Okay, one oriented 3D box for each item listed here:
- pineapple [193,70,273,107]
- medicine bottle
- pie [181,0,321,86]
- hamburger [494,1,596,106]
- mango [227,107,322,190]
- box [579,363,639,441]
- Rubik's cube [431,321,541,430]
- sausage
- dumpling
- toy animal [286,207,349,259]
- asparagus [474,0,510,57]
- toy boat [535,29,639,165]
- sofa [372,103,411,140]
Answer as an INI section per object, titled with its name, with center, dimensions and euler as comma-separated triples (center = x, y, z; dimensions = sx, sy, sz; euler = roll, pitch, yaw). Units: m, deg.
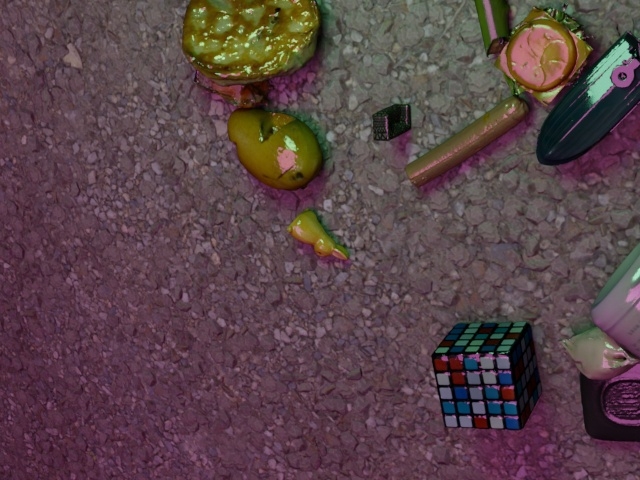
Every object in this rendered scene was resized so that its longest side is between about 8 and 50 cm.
[pineapple]
center = -0.213, -0.408, 1.974
dimensions = 0.186, 0.114, 0.236
euler = -28, 84, 34
[medicine bottle]
center = 0.697, 0.144, 1.591
dimensions = 0.302, 0.241, 0.241
euler = 38, 122, 11
[pie]
center = -0.156, -0.472, 1.848
dimensions = 0.315, 0.092, 0.315
euler = -2, 76, 7
[hamburger]
center = 0.434, -0.359, 1.634
dimensions = 0.189, 0.093, 0.164
euler = -42, 84, 32
[mango]
center = -0.112, -0.220, 1.966
dimensions = 0.262, 0.130, 0.167
euler = 26, 113, 23
[box]
center = 0.664, 0.344, 1.804
dimensions = 0.212, 0.042, 0.201
euler = -4, 105, 29
[Rubik's cube]
center = 0.368, 0.295, 1.862
dimensions = 0.182, 0.184, 0.187
euler = -5, 107, 30
[sausage]
center = 0.307, -0.208, 1.777
dimensions = 0.301, 0.066, 0.066
euler = -31, 92, 34
[dumpling]
center = 0.593, 0.227, 1.743
dimensions = 0.199, 0.136, 0.118
euler = 15, 106, 49
[toy animal]
center = -0.002, 0.003, 2.021
dimensions = 0.159, 0.083, 0.070
euler = 40, 130, -1
[asparagus]
center = 0.324, -0.503, 1.660
dimensions = 0.067, 0.060, 0.277
euler = -13, 103, 21
[toy boat]
center = 0.520, -0.254, 1.609
dimensions = 0.114, 0.122, 0.296
euler = 45, 122, 8
[sofa]
center = 0.154, -0.254, 1.811
dimensions = 0.039, 0.118, 0.060
euler = 5, 111, 30
